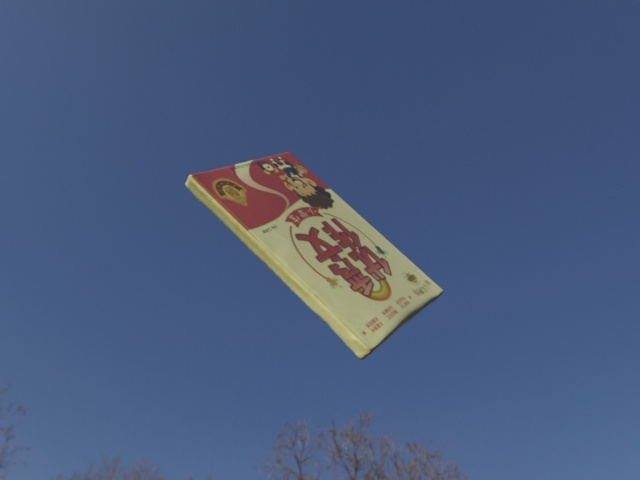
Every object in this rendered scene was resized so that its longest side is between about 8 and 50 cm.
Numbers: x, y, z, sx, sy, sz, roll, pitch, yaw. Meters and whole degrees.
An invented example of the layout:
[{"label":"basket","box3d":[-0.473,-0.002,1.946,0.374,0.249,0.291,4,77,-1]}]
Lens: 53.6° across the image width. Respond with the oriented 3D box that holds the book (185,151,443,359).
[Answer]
[{"label":"book","box3d":[0.000,0.000,0.613,0.232,0.162,0.022,43,-56,16]}]
